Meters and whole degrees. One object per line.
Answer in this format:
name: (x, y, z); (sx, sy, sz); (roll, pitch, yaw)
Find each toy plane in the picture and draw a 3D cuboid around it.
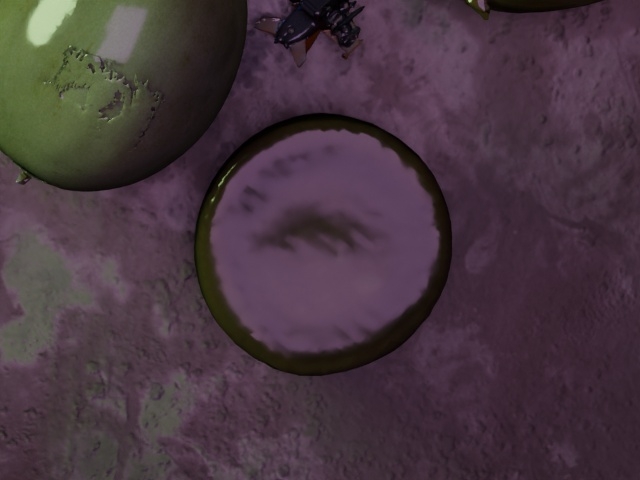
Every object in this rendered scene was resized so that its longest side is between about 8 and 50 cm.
toy plane: (0.017, -0.275, 1.902); (0.188, 0.062, 0.135); (-45, 74, 0)

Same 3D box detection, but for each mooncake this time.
mooncake: (0.000, 0.000, 1.897); (0.284, 0.155, 0.284); (-1, 101, -5)

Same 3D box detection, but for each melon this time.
melon: (-0.223, -0.196, 1.790); (0.268, 0.268, 0.330); (36, 102, -9)

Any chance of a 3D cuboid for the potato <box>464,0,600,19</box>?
potato: (0.264, -0.428, 1.759); (0.442, 0.319, 0.385); (-34, 109, 0)
